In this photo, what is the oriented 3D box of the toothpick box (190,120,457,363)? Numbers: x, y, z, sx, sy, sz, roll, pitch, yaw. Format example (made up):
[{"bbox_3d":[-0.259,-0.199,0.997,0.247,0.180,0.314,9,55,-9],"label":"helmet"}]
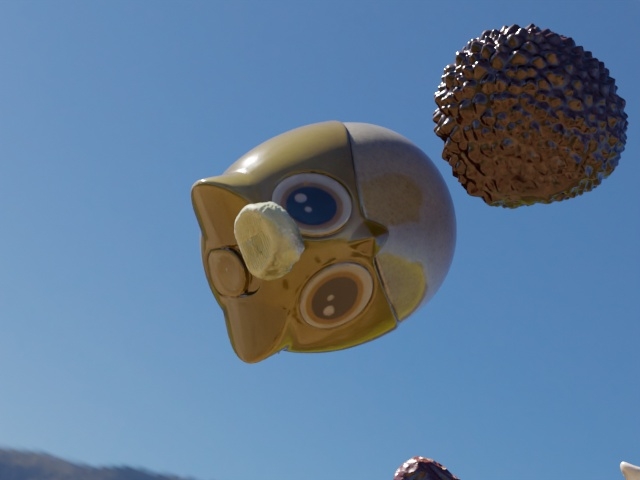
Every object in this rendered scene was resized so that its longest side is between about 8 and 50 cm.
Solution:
[{"bbox_3d":[0.000,0.000,2.391,0.425,0.409,0.409,-19,4,-36],"label":"toothpick box"}]

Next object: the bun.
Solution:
[{"bbox_3d":[-0.066,-0.004,1.852,0.069,0.115,0.115,-17,3,-36],"label":"bun"}]

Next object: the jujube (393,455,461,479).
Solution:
[{"bbox_3d":[0.125,0.277,1.378,0.129,0.077,0.077,54,-29,-7],"label":"jujube"}]

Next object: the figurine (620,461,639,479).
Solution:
[{"bbox_3d":[0.437,0.315,1.448,0.235,0.127,0.155,45,-39,-16],"label":"figurine"}]

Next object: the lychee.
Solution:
[{"bbox_3d":[0.341,-0.195,2.188,0.306,0.306,0.330,-1,-53,43],"label":"lychee"}]
